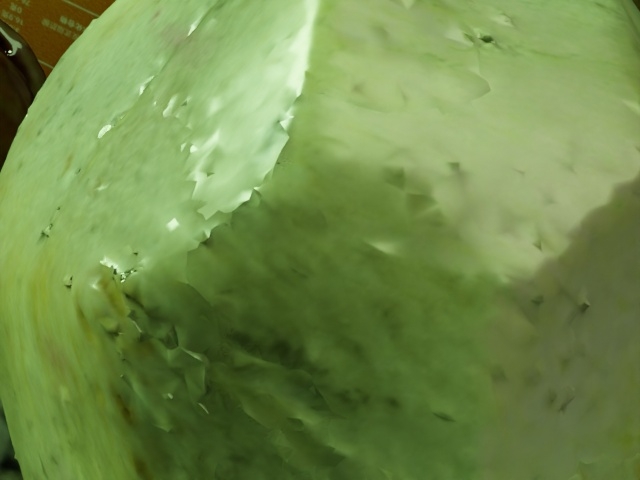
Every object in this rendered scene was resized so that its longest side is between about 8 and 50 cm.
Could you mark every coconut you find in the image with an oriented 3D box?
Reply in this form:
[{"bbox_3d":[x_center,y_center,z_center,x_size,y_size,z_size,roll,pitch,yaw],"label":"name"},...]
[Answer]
[{"bbox_3d":[0.031,0.053,0.540,0.352,0.353,0.353,19,30,-12],"label":"coconut"}]

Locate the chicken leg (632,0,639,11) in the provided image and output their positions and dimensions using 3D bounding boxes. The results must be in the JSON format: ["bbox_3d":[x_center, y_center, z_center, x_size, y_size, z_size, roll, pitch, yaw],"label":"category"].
[{"bbox_3d":[0.143,-0.049,0.889,0.182,0.409,0.295,15,-19,38],"label":"chicken leg"}]

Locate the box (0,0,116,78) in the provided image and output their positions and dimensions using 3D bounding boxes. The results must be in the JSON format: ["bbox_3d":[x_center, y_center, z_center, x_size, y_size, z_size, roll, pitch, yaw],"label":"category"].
[{"bbox_3d":[-0.109,-0.189,0.964,0.283,0.214,0.259,26,27,-1],"label":"box"}]

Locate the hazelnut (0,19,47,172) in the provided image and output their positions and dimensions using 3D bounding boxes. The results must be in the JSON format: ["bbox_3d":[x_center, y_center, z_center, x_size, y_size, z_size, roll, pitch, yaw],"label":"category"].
[{"bbox_3d":[-0.227,-0.042,0.695,0.170,0.161,0.202,17,25,-18],"label":"hazelnut"}]
